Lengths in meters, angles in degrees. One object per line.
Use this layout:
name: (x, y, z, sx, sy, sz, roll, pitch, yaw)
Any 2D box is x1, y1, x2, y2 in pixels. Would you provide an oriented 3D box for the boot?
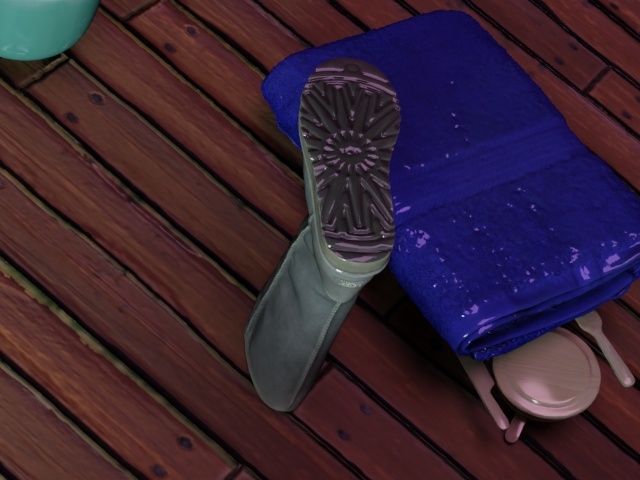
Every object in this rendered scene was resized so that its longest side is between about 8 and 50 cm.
boot: (-0.002, -0.001, 1.048, 0.076, 0.208, 0.189, 9, 59, -6)

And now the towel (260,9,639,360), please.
towel: (0.114, -0.051, 1.196, 0.228, 0.076, 0.308, -20, 59, -28)

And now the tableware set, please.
tableware set: (0.153, 0.068, 1.180, 0.128, 0.039, 0.194, -16, 59, -18)

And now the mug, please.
mug: (-0.251, -0.206, 1.157, 0.158, 0.097, 0.129, -6, 60, -27)
